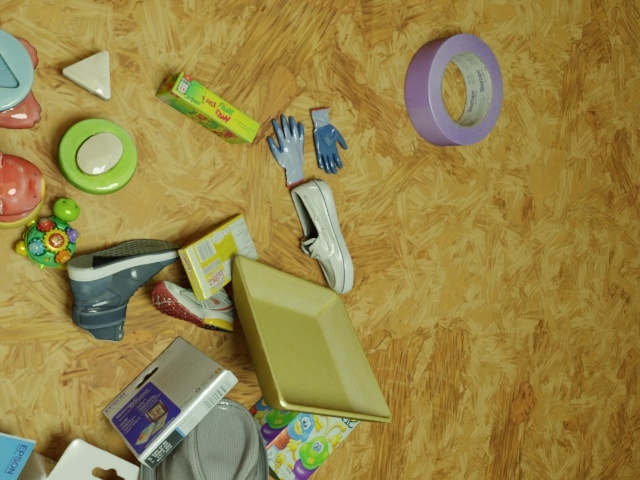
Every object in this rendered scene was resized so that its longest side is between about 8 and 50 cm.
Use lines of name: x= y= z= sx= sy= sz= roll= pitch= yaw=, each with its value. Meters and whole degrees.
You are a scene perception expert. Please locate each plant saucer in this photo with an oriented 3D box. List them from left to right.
plant saucer: x=-0.035 y=0.216 z=1.169 sx=0.081 sy=0.333 sz=0.332 roll=-41 pitch=140 yaw=22

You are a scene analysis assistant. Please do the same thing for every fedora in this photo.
fedora: x=-0.192 y=0.399 z=1.066 sx=0.243 sy=0.124 sz=0.276 roll=20 pitch=45 yaw=-14

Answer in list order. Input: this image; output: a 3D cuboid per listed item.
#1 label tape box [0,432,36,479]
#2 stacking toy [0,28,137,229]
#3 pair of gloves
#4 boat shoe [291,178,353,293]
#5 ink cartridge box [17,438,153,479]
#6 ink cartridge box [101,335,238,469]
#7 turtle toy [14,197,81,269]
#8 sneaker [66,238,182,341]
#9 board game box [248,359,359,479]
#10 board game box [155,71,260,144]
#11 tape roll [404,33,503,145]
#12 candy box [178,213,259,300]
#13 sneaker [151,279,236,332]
label tape box: x=-0.665 y=0.354 z=0.886 sx=0.347 sy=0.115 sz=0.249 roll=34 pitch=77 yaw=-35
stacking toy: x=-0.436 y=-0.190 z=0.927 sx=0.279 sy=0.130 sz=0.309 roll=-14 pitch=93 yaw=-26
pair of gloves: x=-0.025 y=-0.212 z=1.315 sx=0.198 sy=0.023 sz=0.159 roll=-22 pitch=109 yaw=-30
boat shoe: x=0.000 y=0.000 z=1.314 sx=0.088 sy=0.096 sz=0.268 roll=-20 pitch=106 yaw=-27
ink cartridge box: x=-0.473 y=0.520 z=1.031 sx=0.207 sy=0.119 sz=0.354 roll=43 pitch=72 yaw=-31
ink cartridge box: x=-0.282 y=0.289 z=1.085 sx=0.206 sy=0.208 sz=0.045 roll=-45 pitch=123 yaw=-21
turtle toy: x=-0.456 y=-0.012 z=1.010 sx=0.095 sy=0.066 sz=0.130 roll=26 pitch=69 yaw=-34
sneaker: x=-0.356 y=0.092 z=1.089 sx=0.226 sy=0.086 sz=0.164 roll=-18 pitch=119 yaw=-46
board game box: x=-0.033 y=0.388 z=1.306 sx=0.275 sy=0.142 sz=0.144 roll=-42 pitch=117 yaw=-23
board game box: x=-0.216 y=-0.251 z=1.134 sx=0.181 sy=0.092 sz=0.043 roll=30 pitch=78 yaw=-33
tape roll: x=0.346 y=-0.382 z=1.510 sx=0.274 sy=0.090 sz=0.275 roll=-5 pitch=99 yaw=-34
candy box: x=-0.195 y=0.028 z=1.159 sx=0.206 sy=0.027 sz=0.105 roll=-41 pitch=118 yaw=-59
sneaker: x=-0.243 y=0.115 z=1.151 sx=0.225 sy=0.088 sz=0.093 roll=38 pitch=58 yaw=-57
